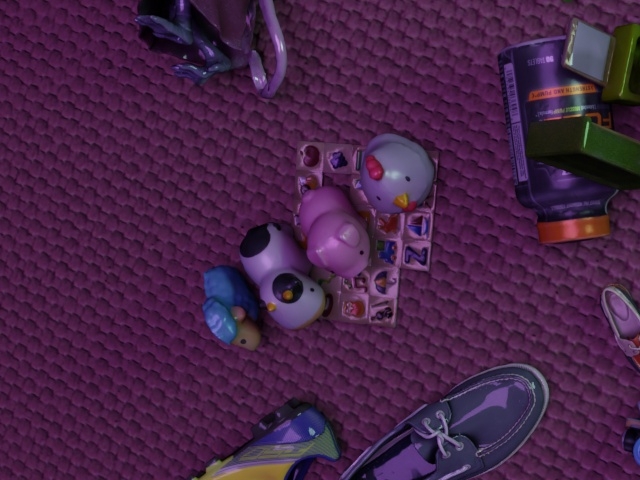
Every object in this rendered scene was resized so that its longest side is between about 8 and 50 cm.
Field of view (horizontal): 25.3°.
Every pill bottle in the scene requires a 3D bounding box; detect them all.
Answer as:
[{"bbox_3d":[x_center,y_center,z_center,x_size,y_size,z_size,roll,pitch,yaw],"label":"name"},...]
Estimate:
[{"bbox_3d":[0.295,-0.120,1.734,0.130,0.130,0.246,-8,90,20],"label":"pill bottle"}]

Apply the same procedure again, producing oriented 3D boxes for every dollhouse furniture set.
[{"bbox_3d":[0.391,-0.172,1.543,0.301,0.151,0.197,-2,73,57],"label":"dollhouse furniture set"}]

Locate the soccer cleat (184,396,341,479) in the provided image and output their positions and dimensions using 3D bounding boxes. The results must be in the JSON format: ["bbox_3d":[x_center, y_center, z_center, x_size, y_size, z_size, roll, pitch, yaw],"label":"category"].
[{"bbox_3d":[-0.097,0.331,1.913,0.289,0.093,0.121,-40,85,17],"label":"soccer cleat"}]

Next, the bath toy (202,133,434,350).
[{"bbox_3d":[0.000,0.000,1.838,0.348,0.129,0.151,-40,78,16],"label":"bath toy"}]

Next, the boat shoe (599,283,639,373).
[{"bbox_3d":[0.386,0.115,1.754,0.049,0.043,0.137,-30,83,16],"label":"boat shoe"}]

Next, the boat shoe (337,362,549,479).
[{"bbox_3d":[0.150,0.266,1.815,0.319,0.099,0.116,-34,80,18],"label":"boat shoe"}]

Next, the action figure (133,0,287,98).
[{"bbox_3d":[-0.125,-0.409,1.848,0.276,0.248,0.370,18,71,-14],"label":"action figure"}]

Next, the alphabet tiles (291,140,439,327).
[{"bbox_3d":[0.053,-0.008,1.890,0.198,0.009,0.237,6,94,20],"label":"alphabet tiles"}]

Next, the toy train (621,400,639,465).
[{"bbox_3d":[0.457,0.234,1.712,0.184,0.080,0.105,10,86,27],"label":"toy train"}]
